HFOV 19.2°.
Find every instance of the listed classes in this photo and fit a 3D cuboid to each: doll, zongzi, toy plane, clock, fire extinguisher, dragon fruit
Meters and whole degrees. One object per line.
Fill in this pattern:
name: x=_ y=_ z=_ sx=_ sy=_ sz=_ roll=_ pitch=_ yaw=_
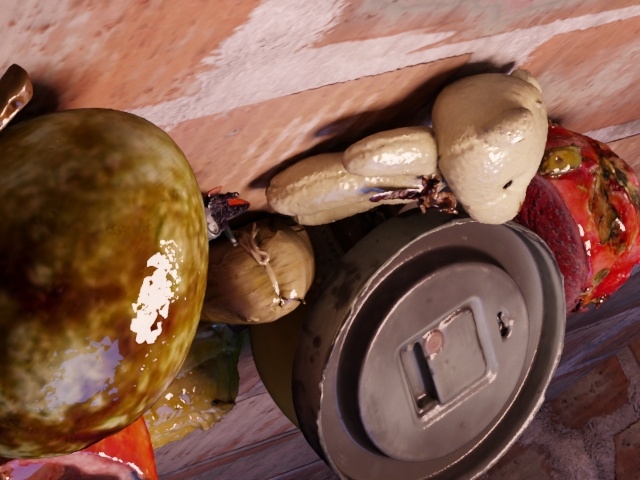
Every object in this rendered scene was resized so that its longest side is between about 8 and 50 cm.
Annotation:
doll: x=0.091 y=-0.063 z=1.823 sx=0.278 sy=0.149 sz=0.175 roll=-18 pitch=-159 yaw=15
zongzi: x=-0.101 y=0.044 z=1.866 sx=0.197 sy=0.099 sz=0.194 roll=-18 pitch=-177 yaw=3
toy plane: x=-0.111 y=-0.016 z=1.747 sx=0.130 sy=0.061 sz=0.189 roll=-36 pitch=163 yaw=28
clock: x=0.114 y=0.117 z=1.950 sx=0.325 sy=0.067 sz=0.325 roll=-17 pitch=121 yaw=-31
fire extinguisher: x=-0.003 y=-0.004 z=2.004 sx=0.252 sy=0.106 sz=0.075 roll=-31 pitch=127 yaw=8
dragon fruit: x=0.266 y=-0.021 z=2.091 sx=0.147 sy=0.211 sz=0.282 roll=-28 pitch=146 yaw=-29

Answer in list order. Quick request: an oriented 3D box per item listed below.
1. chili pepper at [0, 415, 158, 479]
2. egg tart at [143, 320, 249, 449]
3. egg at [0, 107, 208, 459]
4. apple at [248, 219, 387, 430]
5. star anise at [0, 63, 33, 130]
chili pepper: x=-0.274 y=0.146 z=1.650 sx=0.229 sy=0.305 sz=0.251 roll=-15 pitch=150 yaw=-12
egg tart: x=-0.194 y=0.176 z=2.160 sx=0.290 sy=0.115 sz=0.290 roll=-23 pitch=165 yaw=-7
egg: x=-0.199 y=0.029 z=1.415 sx=0.289 sy=0.238 sz=0.238 roll=-46 pitch=159 yaw=22
apple: x=0.061 y=0.107 z=2.128 sx=0.279 sy=0.279 sz=0.279 roll=-25 pitch=165 yaw=-7
star anise: x=-0.363 y=-0.030 z=1.188 sx=0.292 sy=0.109 sz=0.349 roll=-32 pitch=166 yaw=38
